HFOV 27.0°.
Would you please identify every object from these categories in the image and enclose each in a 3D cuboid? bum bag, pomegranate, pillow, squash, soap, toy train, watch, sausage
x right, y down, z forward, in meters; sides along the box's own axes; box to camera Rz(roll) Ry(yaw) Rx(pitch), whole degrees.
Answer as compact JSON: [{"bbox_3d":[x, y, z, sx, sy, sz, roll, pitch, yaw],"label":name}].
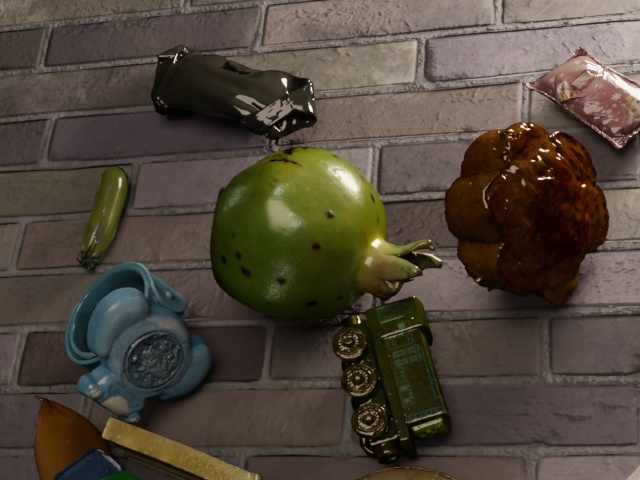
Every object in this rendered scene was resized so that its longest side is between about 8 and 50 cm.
[{"bbox_3d":[-0.144,-0.231,2.137,0.326,0.079,0.142,19,61,30],"label":"bum bag"},{"bbox_3d":[0.000,0.000,1.855,0.341,0.260,0.260,12,65,22],"label":"pomegranate"},{"bbox_3d":[0.409,-0.211,1.967,0.118,0.043,0.185,-40,60,-14],"label":"pillow"},{"bbox_3d":[-0.341,-0.038,2.100,0.052,0.052,0.183,5,62,20],"label":"squash"},{"bbox_3d":[-0.177,0.309,1.823,0.252,0.092,0.037,16,69,25],"label":"soap"},{"bbox_3d":[0.099,0.191,1.807,0.137,0.090,0.225,-17,57,4],"label":"toy train"},{"bbox_3d":[-0.282,0.136,1.921,0.211,0.211,0.193,-41,37,-8],"label":"watch"},{"bbox_3d":[-0.332,0.337,1.849,0.112,0.112,0.328,-27,57,2],"label":"sausage"}]

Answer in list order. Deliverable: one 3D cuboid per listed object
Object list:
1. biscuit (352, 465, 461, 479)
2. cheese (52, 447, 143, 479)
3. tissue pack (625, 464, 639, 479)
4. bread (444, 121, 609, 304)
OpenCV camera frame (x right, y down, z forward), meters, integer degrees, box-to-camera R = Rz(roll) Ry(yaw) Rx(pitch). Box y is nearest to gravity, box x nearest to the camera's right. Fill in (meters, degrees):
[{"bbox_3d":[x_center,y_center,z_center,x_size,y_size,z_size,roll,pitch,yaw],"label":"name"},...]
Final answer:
[{"bbox_3d":[0.109,0.351,1.696,0.290,0.038,0.141,-5,56,15],"label":"biscuit"},{"bbox_3d":[-0.209,0.392,1.741,0.320,0.083,0.204,40,41,13],"label":"cheese"},{"bbox_3d":[0.416,0.333,1.542,0.185,0.225,0.124,-42,57,-9],"label":"tissue pack"},{"bbox_3d":[0.273,-0.033,1.791,0.135,0.246,0.232,2,49,46],"label":"bread"}]
